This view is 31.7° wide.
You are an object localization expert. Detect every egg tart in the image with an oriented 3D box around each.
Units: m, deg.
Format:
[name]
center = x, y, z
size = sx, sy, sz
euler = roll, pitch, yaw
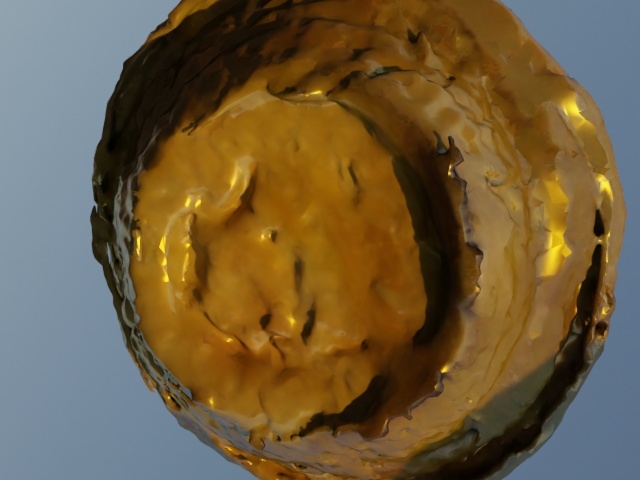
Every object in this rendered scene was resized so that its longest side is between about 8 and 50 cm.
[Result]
[egg tart]
center = 0.000, 0.000, 0.642
size = 0.345, 0.345, 0.132
euler = -35, 175, 21
